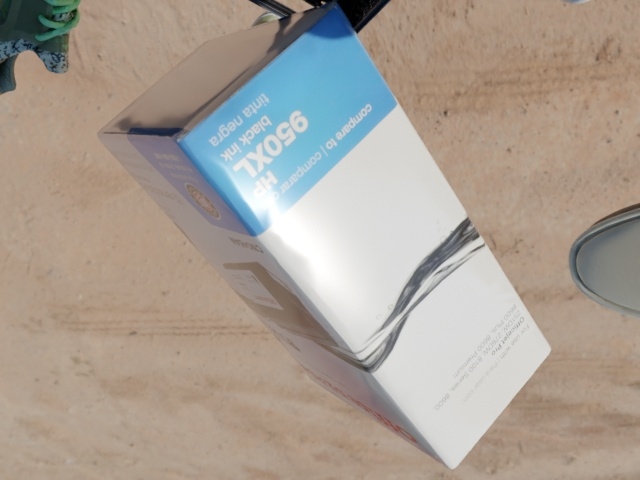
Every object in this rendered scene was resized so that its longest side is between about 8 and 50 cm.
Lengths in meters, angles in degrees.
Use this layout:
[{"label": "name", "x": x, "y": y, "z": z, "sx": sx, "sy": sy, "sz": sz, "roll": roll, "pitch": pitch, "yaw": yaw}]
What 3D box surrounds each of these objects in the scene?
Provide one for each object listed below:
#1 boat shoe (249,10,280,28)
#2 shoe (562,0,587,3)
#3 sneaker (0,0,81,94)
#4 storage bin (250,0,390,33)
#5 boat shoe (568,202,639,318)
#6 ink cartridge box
[{"label": "boat shoe", "x": -0.136, "y": -0.300, "z": 1.322, "sx": 0.109, "sy": 0.094, "sz": 0.302, "roll": 27, "pitch": 112, "yaw": 4}, {"label": "shoe", "x": 0.377, "y": -0.438, "z": 1.104, "sx": 0.081, "sy": 0.178, "sz": 0.063, "roll": 21, "pitch": 104, "yaw": -33}, {"label": "sneaker", "x": -0.355, "y": -0.314, "z": 0.869, "sx": 0.410, "sy": 0.158, "sz": 0.182, "roll": -20, "pitch": 112, "yaw": 35}, {"label": "storage bin", "x": 0.005, "y": -0.230, "z": 0.496, "sx": 0.122, "sy": 0.084, "sz": 0.180, "roll": 25, "pitch": 172, "yaw": -14}, {"label": "boat shoe", "x": 0.374, "y": 0.001, "z": 0.525, "sx": 0.335, "sy": 0.095, "sz": 0.112, "roll": -10, "pitch": 95, "yaw": 32}, {"label": "ink cartridge box", "x": 0.000, "y": 0.000, "z": 0.665, "sx": 0.395, "sy": 0.166, "sz": 0.285, "roll": 52, "pitch": 163, "yaw": -25}]
